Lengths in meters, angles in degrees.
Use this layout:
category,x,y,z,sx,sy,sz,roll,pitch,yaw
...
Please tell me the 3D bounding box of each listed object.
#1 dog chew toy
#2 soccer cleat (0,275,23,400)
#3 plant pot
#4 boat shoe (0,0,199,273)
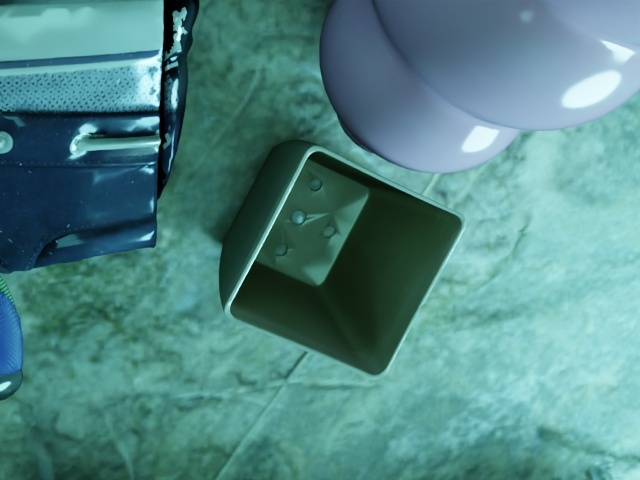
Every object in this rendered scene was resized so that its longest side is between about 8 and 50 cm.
category,x,y,z,sx,sy,sz,roll,pitch,yaw
dog chew toy,0.121,-0.153,0.845,0.206,0.206,0.332,25,134,-24
soccer cleat,-0.291,0.063,0.780,0.289,0.093,0.121,-12,83,-16
plant pot,0.000,0.000,0.938,0.109,0.096,0.109,24,99,-25
boat shoe,-0.230,-0.054,0.827,0.340,0.127,0.158,-4,115,-17
